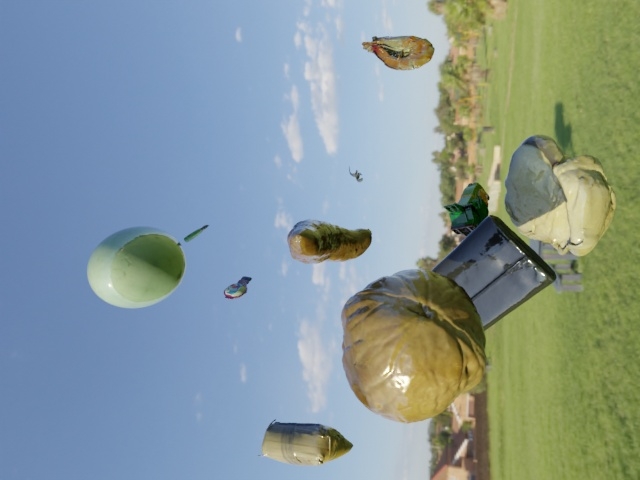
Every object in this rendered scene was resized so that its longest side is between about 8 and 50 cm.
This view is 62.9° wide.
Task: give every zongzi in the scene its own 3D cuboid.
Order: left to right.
[{"bbox_3d":[-0.029,0.504,1.296,0.197,0.194,0.099,40,-129,-58],"label":"zongzi"}]

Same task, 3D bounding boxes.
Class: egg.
[{"bbox_3d":[-0.614,0.089,1.783,0.389,0.276,0.276,-23,-64,-72],"label":"egg"}]

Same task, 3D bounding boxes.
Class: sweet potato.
[{"bbox_3d":[-0.002,0.001,1.049,0.341,0.114,0.092,2,-100,-64],"label":"sweet potato"}]

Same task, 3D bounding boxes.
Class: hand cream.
[{"bbox_3d":[-0.476,-0.028,1.999,0.023,0.122,0.036,59,-151,-2],"label":"hand cream"}]

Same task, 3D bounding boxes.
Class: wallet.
[{"bbox_3d":[0.410,0.134,1.428,0.062,0.228,0.406,-27,-19,-46],"label":"wallet"}]

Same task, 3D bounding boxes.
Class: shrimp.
[{"bbox_3d":[0.257,-0.660,1.828,0.154,0.294,0.062,-53,-39,-14],"label":"shrimp"}]

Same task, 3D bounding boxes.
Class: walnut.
[{"bbox_3d":[0.180,0.212,1.057,0.333,0.333,0.333,4,-90,-76],"label":"walnut"}]

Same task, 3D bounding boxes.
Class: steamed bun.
[{"bbox_3d":[0.740,-0.140,1.599,0.372,0.230,0.325,52,151,44],"label":"steamed bun"}]

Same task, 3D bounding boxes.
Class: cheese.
[{"bbox_3d":[-0.318,0.184,2.029,0.145,0.095,0.038,-52,-36,-50],"label":"cheese"}]

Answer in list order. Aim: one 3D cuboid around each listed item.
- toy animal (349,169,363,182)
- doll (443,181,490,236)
[{"bbox_3d":[0.127,-0.221,1.788,0.028,0.084,0.050,-46,-42,7],"label":"toy animal"},{"bbox_3d":[0.453,-0.099,1.588,0.186,0.106,0.134,-46,-68,-38],"label":"doll"}]
